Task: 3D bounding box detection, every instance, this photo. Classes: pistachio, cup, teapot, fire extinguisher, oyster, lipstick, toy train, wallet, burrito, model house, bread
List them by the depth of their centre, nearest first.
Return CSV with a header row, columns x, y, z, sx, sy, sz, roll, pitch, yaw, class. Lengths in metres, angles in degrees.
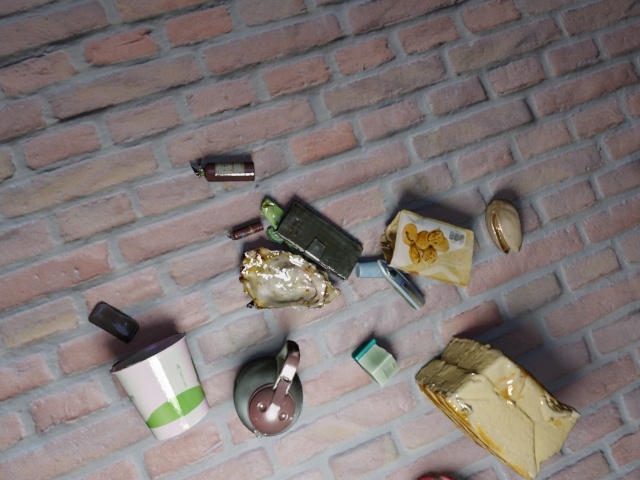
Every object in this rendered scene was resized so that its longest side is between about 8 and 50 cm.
x,y,z,sx,sy,sz,roll,pitch,yaw,class
-0.498,0.467,1.449,0.253,0.253,0.273,-24,94,-11,cup
-0.146,0.474,1.460,0.234,0.312,0.314,24,80,-7,teapot
0.573,0.541,1.532,0.390,0.371,0.279,42,78,-1,bread
-0.703,0.280,1.544,0.157,0.018,0.082,31,80,-4,wallet
-0.107,0.130,1.609,0.362,0.096,0.221,1,96,-6,oyster
0.189,0.424,1.614,0.100,0.149,0.127,-44,135,-13,model house
-0.273,-0.031,1.633,0.132,0.056,0.039,-22,61,-14,fire extinguisher
0.000,0.000,1.641,0.317,0.044,0.168,35,59,-9,wallet
-0.355,-0.258,1.643,0.232,0.071,0.099,-1,56,-8,fire extinguisher
-0.131,-0.023,1.654,0.104,0.054,0.288,-39,92,-9,burrito
0.293,0.158,1.656,0.055,0.048,0.252,-47,112,-7,toy train
0.270,0.106,1.695,0.275,0.061,0.067,-1,82,-14,lipstick
0.714,-0.056,1.752,0.152,0.126,0.222,-9,84,-46,pistachio

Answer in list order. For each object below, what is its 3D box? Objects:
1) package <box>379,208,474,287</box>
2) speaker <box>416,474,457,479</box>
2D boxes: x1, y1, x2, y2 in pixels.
x,y,z,sx,sy,sz,roll,pitch,yaw,class
0.384,0.042,1.670,0.312,0.165,0.221,14,74,-12,package
0.409,0.944,1.511,0.295,0.294,0.293,1,83,-9,speaker
